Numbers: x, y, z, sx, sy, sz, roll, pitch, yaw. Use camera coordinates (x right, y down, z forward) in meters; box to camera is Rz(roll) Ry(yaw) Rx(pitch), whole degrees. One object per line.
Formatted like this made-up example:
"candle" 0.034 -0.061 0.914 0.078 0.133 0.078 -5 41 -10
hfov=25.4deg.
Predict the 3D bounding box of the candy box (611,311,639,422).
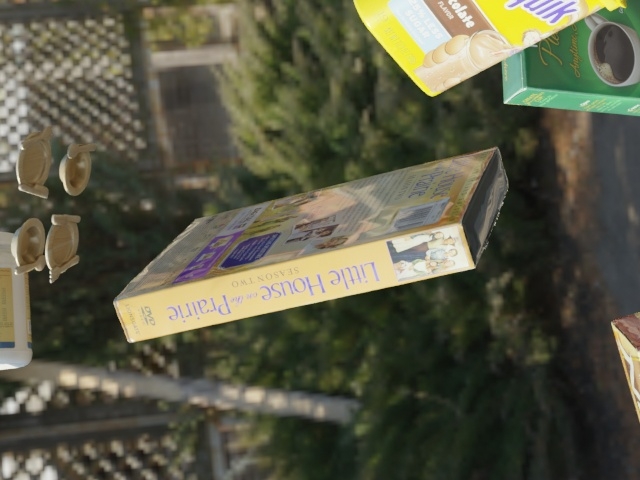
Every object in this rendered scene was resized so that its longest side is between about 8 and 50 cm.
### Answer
"candy box" 0.418 0.241 1.585 0.183 0.088 0.316 -73 -34 -83

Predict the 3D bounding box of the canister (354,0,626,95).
"canister" 0.122 -0.185 1.011 0.126 0.170 0.073 42 -149 -41

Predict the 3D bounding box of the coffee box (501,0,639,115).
"coffee box" 0.233 -0.161 1.151 0.040 0.184 0.113 147 122 -66

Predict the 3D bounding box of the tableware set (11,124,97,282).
"tableware set" -0.280 -0.036 1.482 0.141 0.020 0.168 -12 -69 -69

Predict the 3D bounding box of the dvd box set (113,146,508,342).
"dvd box set" 0.000 0.000 1.692 0.307 0.420 0.062 -55 -50 -66

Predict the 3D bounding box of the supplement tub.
"supplement tub" -0.513 0.094 2.150 0.144 0.144 0.199 132 134 -77
